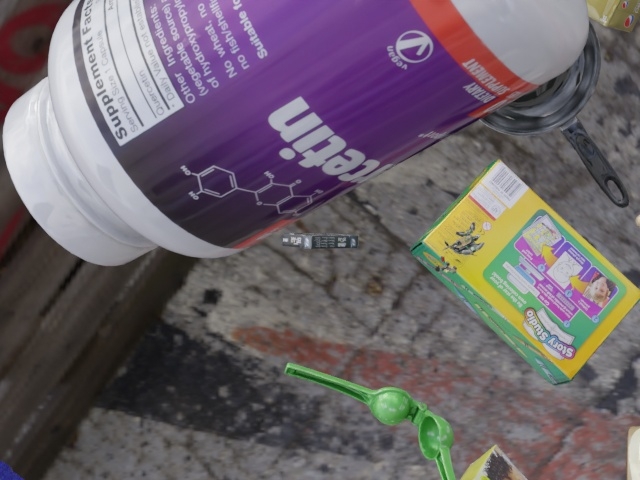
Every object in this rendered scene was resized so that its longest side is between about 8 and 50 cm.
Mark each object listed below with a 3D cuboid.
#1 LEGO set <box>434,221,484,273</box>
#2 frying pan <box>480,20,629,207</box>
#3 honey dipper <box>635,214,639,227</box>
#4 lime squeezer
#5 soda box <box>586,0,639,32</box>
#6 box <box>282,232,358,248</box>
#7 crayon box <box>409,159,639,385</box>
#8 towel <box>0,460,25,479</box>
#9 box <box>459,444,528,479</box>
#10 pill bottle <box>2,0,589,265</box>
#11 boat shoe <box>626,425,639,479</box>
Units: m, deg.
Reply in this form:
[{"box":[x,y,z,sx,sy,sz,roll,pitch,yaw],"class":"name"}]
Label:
[{"box":[0.168,0.014,1.440,0.083,0.023,0.054,-43,32,-18],"class":"LEGO set"},{"box":[0.333,-0.208,1.641,0.326,0.053,0.197,30,103,-11],"class":"frying pan"},{"box":[0.473,-0.054,1.535,0.161,0.030,0.030,-23,74,-4],"class":"honey dipper"},{"box":[0.096,0.240,1.525,0.310,0.059,0.110,39,55,23],"class":"lime squeezer"},{"box":[0.330,-0.334,1.548,0.181,0.061,0.058,41,118,37],"class":"soda box"},{"box":[0.000,0.000,1.655,0.067,0.083,0.018,6,95,51],"class":"box"},{"box":[0.283,0.045,1.660,0.278,0.081,0.165,44,76,1],"class":"crayon box"},{"box":[-0.327,0.284,0.883,0.227,0.308,0.076,45,134,-13],"class":"towel"},{"box":[0.202,0.349,1.534,0.087,0.232,0.058,48,118,4],"class":"box"},{"box":[-0.025,-0.107,0.689,0.323,0.181,0.181,-29,73,27],"class":"pill bottle"},{"box":[0.386,0.343,1.315,0.098,0.109,0.302,-2,53,17],"class":"boat shoe"}]
